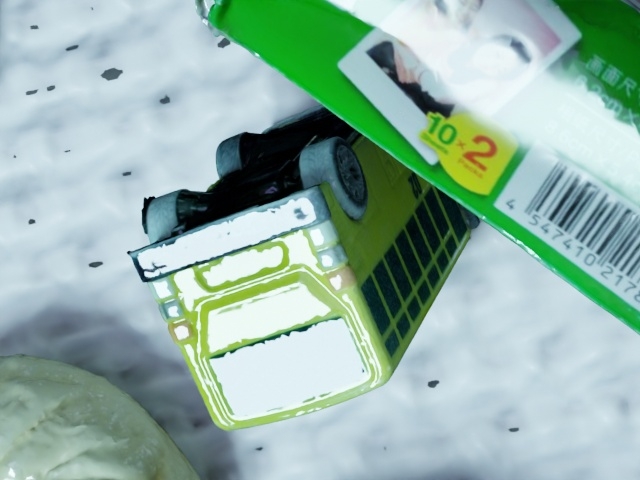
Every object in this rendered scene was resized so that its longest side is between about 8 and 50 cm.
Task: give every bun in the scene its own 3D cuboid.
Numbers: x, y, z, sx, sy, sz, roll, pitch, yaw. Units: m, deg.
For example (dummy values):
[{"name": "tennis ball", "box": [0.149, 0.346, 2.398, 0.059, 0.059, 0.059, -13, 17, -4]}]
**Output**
[{"name": "bun", "box": [-0.132, 0.148, 0.873, 0.164, 0.111, 0.188, 9, 108, 19]}]

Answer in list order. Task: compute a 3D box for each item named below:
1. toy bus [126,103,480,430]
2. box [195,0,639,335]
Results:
[{"name": "toy bus", "box": [0.000, 0.000, 0.764, 0.088, 0.175, 0.101, -20, 102, 22]}, {"name": "box", "box": [0.091, -0.072, 0.712, 0.250, 0.180, 0.103, 36, 115, 6]}]
